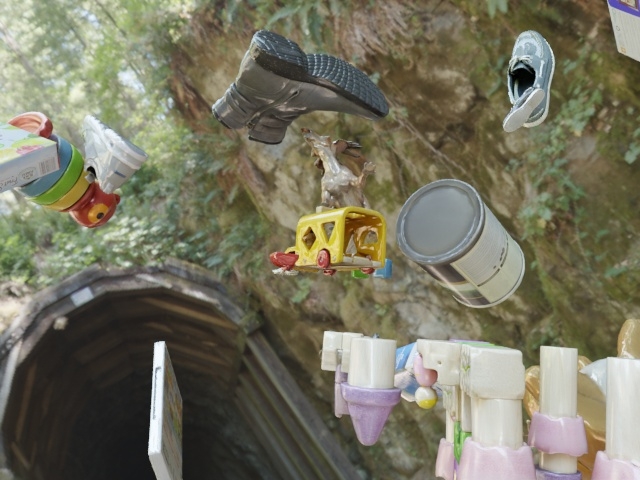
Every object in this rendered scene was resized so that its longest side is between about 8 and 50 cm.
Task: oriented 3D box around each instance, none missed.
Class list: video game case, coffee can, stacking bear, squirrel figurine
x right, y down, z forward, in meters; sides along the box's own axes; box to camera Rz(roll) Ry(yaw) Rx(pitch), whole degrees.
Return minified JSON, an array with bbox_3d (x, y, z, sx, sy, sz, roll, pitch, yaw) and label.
[{"bbox_3d":[-0.135,0.162,0.523,0.011,0.122,0.087,-9,-54,-6],"label":"video game case"},{"bbox_3d":[0.324,0.014,1.350,0.201,0.201,0.275,-42,-44,11],"label":"coffee can"},{"bbox_3d":[-0.574,-0.131,1.317,0.175,0.164,0.289,-50,-42,-8],"label":"stacking bear"},{"bbox_3d":[0.537,0.403,1.066,0.281,0.397,0.370,-24,-39,-26],"label":"squirrel figurine"}]

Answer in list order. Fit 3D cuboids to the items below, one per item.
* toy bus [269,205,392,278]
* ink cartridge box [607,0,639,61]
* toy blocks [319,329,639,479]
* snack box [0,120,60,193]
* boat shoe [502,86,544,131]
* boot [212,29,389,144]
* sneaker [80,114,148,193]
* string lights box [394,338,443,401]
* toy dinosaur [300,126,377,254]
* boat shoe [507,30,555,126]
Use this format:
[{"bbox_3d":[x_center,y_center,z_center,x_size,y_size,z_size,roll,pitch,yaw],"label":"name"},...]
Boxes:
[{"bbox_3d":[0.011,0.000,0.932,0.202,0.104,0.191,3,-8,8],"label":"toy bus"},{"bbox_3d":[0.532,-0.354,0.926,0.045,0.208,0.206,-33,-51,6],"label":"ink cartridge box"},{"bbox_3d":[0.142,0.233,0.597,0.309,0.260,0.288,3,-7,7],"label":"toy blocks"},{"bbox_3d":[-0.373,-0.082,0.637,0.141,0.100,0.037,-42,-35,-50],"label":"snack box"},{"bbox_3d":[0.481,-0.316,1.422,0.046,0.038,0.125,30,-76,-31],"label":"boat shoe"},{"bbox_3d":[-0.042,-0.292,1.277,0.338,0.118,0.223,21,-47,-21],"label":"boot"},{"bbox_3d":[-0.445,-0.173,1.191,0.105,0.281,0.115,37,-93,-34],"label":"sneaker"},{"bbox_3d":[0.241,0.334,1.496,0.077,0.133,0.259,-61,7,-26],"label":"string lights box"},{"bbox_3d":[0.055,-0.108,1.306,0.127,0.295,0.200,-14,28,0],"label":"toy dinosaur"},{"bbox_3d":[0.578,-0.472,1.648,0.116,0.319,0.099,-10,-29,37],"label":"boat shoe"}]
